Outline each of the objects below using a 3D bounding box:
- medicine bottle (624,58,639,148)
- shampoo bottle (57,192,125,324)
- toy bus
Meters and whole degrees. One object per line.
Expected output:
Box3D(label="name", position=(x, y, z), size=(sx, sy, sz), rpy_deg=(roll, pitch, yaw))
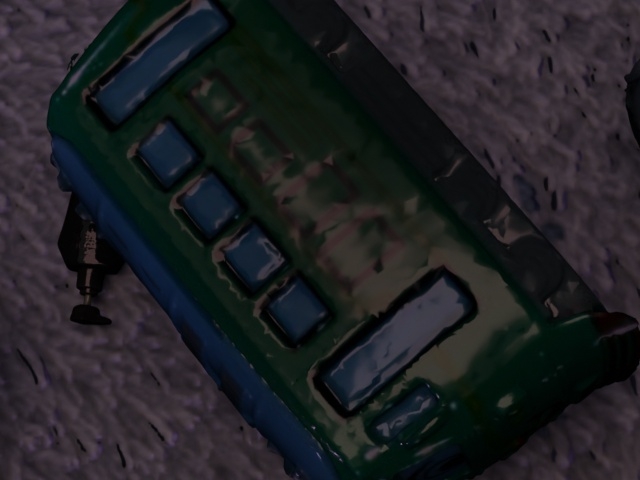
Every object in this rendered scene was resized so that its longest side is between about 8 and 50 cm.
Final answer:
Box3D(label="medicine bottle", position=(0.350, -0.093, 0.851), size=(0.290, 0.245, 0.245), rpy_deg=(-41, 73, -4))
Box3D(label="shampoo bottle", position=(-0.144, -0.014, 1.016), size=(0.048, 0.027, 0.137), rpy_deg=(4, 76, 7))
Box3D(label="toy bus", position=(0.000, 0.000, 0.905), size=(0.199, 0.183, 0.343), rpy_deg=(-39, 72, -6))
